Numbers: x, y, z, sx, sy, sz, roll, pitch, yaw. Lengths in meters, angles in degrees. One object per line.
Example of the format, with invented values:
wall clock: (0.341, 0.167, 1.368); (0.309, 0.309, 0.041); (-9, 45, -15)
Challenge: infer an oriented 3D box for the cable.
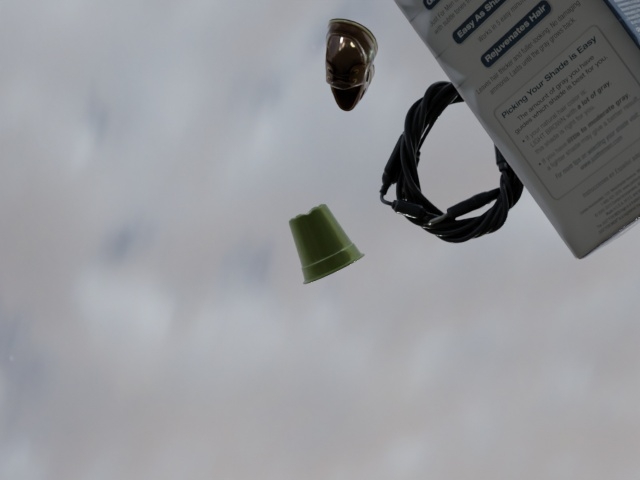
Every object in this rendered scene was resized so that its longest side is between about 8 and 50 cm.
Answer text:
cable: (0.156, -0.093, 1.279); (0.184, 0.150, 0.047); (-62, -19, -7)

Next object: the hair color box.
hair color box: (0.216, -0.177, 1.076); (0.105, 0.347, 0.174); (-23, -14, -49)

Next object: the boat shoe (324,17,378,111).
boat shoe: (0.037, -0.221, 1.496); (0.064, 0.060, 0.178); (13, -18, 9)

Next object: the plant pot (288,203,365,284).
plant pot: (0.000, 0.000, 1.426); (0.083, 0.083, 0.079); (-25, -87, -4)
